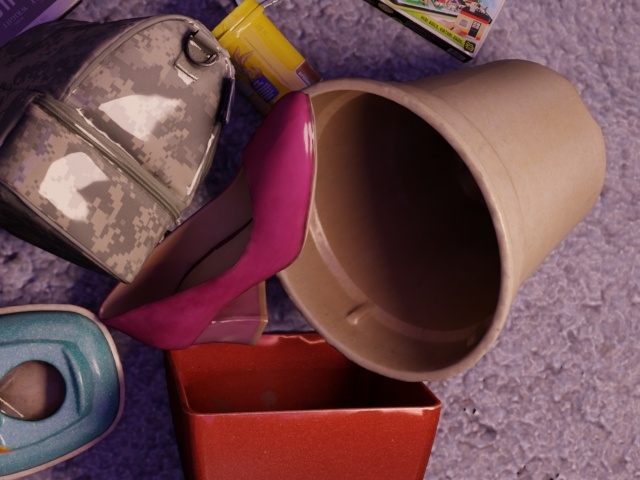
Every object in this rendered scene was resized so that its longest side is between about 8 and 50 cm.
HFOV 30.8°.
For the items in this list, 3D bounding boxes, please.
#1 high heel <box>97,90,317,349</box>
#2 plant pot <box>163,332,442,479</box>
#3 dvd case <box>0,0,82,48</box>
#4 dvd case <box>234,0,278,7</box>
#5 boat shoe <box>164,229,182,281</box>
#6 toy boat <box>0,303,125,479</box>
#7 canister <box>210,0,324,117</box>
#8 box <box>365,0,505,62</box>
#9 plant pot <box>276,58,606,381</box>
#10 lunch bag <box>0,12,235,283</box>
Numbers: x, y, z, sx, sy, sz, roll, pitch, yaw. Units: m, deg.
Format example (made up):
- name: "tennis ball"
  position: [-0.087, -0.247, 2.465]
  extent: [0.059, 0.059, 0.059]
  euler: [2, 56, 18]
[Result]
- name: "high heel"
  position: [-0.119, -0.010, 1.205]
  extent: [0.181, 0.127, 0.377]
  euler: [5, 133, -15]
- name: "plant pot"
  position: [-0.037, 0.254, 1.304]
  extent: [0.267, 0.267, 0.236]
  euler: [1, 102, -13]
- name: "dvd case"
  position: [-0.419, -0.309, 1.327]
  extent: [0.179, 0.029, 0.239]
  euler: [-44, 97, -9]
- name: "dvd case"
  position: [-0.084, -0.341, 1.410]
  extent: [0.087, 0.013, 0.119]
  euler: [-28, 96, -11]
- name: "boat shoe"
  position: [-0.188, 0.026, 1.365]
  extent: [0.190, 0.068, 0.072]
  euler: [26, 98, -4]
- name: "toy boat"
  position: [-0.370, 0.110, 1.273]
  extent: [0.267, 0.148, 0.318]
  euler: [-18, 94, -12]
- name: "canister"
  position: [-0.056, -0.193, 1.359]
  extent: [0.073, 0.126, 0.170]
  euler: [-45, 101, -10]
- name: "box"
  position: [0.125, -0.323, 1.445]
  extent: [0.207, 0.036, 0.114]
  euler: [29, 83, -11]
- name: "plant pot"
  position: [0.149, -0.058, 1.297]
  extent: [0.305, 0.333, 0.334]
  euler: [-29, 97, -43]
- name: "lunch bag"
  position: [-0.247, -0.121, 1.219]
  extent: [0.212, 0.305, 0.256]
  euler: [39, 75, -34]
